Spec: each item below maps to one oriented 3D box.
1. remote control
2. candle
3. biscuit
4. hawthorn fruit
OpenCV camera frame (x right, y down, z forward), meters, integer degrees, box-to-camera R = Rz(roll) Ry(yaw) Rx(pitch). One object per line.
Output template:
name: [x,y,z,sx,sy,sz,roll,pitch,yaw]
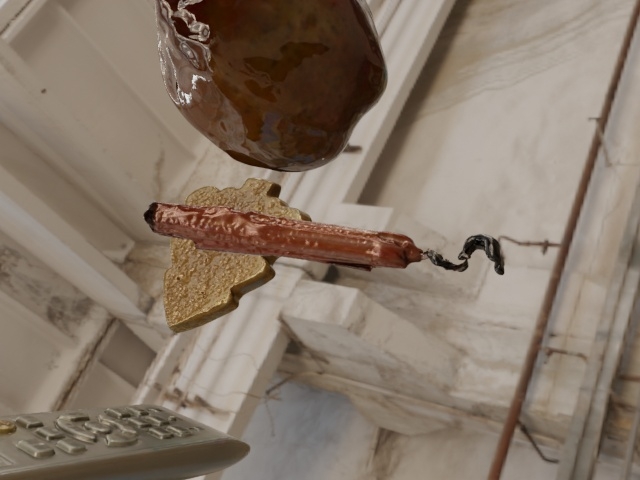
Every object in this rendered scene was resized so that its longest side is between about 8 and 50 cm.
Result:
remote control: [-0.193,0.172,0.539,0.313,0.109,0.055,13,-92,-54]
candle: [0.000,0.000,0.323,0.026,0.168,0.021,84,-162,-46]
biscuit: [-0.125,0.018,0.901,0.238,0.212,0.041,-60,-35,-18]
hawthorn fruit: [-0.063,-0.183,0.654,0.248,0.208,0.208,25,-105,-37]
